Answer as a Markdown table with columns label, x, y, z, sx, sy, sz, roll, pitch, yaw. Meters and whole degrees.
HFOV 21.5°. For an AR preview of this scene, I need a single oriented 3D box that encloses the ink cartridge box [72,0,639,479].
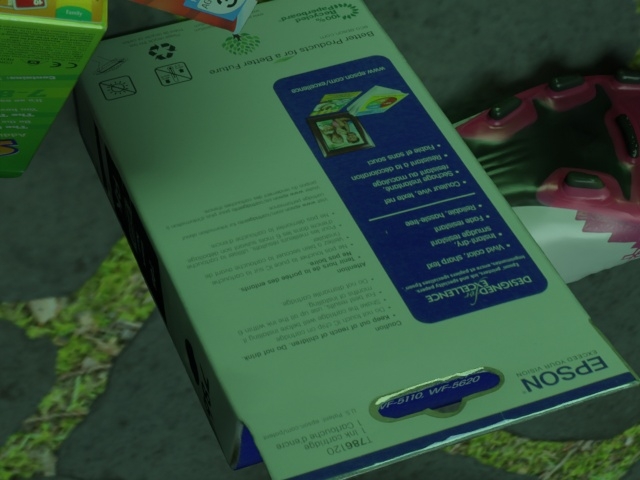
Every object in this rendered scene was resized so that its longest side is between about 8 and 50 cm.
| label | x | y | z | sx | sy | sz | roll | pitch | yaw |
| --- | --- | --- | --- | --- | --- | --- | --- | --- | --- |
| ink cartridge box | 0.000 | 0.000 | 0.798 | 0.165 | 0.333 | 0.065 | -14 | 132 | -14 |

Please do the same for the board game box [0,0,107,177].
| label | x | y | z | sx | sy | sz | roll | pitch | yaw |
| --- | --- | --- | --- | --- | --- | --- | --- | --- | --- |
| board game box | -0.179 | -0.072 | 0.753 | 0.124 | 0.039 | 0.259 | 4 | 165 | -17 |

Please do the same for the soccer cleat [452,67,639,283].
| label | x | y | z | sx | sy | sz | roll | pitch | yaw |
| --- | --- | --- | --- | --- | --- | --- | --- | --- | --- |
| soccer cleat | 0.104 | -0.014 | 1.018 | 0.331 | 0.116 | 0.143 | -10 | 150 | -16 |

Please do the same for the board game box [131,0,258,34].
| label | x | y | z | sx | sy | sz | roll | pitch | yaw |
| --- | --- | --- | --- | --- | --- | --- | --- | --- | --- |
| board game box | -0.135 | -0.209 | 0.670 | 0.275 | 0.144 | 0.142 | 12 | 123 | -36 |
